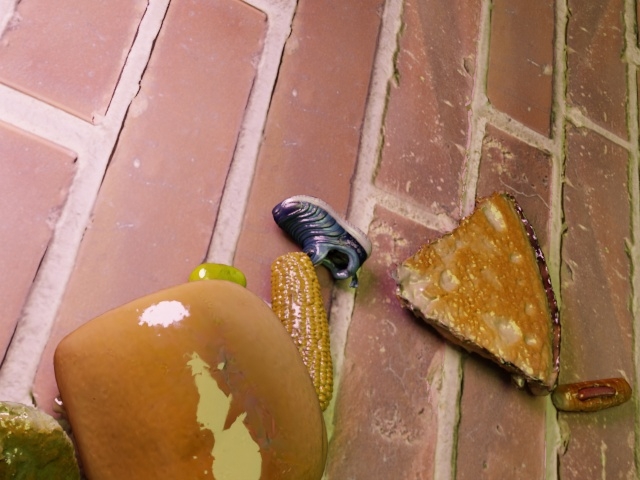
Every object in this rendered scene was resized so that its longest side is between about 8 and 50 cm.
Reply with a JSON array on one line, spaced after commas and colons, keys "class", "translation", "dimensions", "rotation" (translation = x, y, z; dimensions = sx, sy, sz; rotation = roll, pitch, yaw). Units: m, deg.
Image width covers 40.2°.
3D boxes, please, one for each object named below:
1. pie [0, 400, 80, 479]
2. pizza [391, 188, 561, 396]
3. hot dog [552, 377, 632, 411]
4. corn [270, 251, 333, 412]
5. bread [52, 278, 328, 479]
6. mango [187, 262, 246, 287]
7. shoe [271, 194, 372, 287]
[{"class": "pie", "translation": [-0.412, 0.331, 1.086], "dimensions": [0.277, 0.078, 0.277], "rotation": [-26, 125, -44]}, {"class": "pizza", "translation": [0.361, 0.126, 1.754], "dimensions": [0.435, 0.080, 0.392], "rotation": [-35, 87, -37]}, {"class": "hot dog", "translation": [0.568, 0.319, 1.803], "dimensions": [0.215, 0.047, 0.066], "rotation": [1, 69, -31]}, {"class": "corn", "translation": [-0.031, 0.167, 1.474], "dimensions": [0.101, 0.101, 0.311], "rotation": [12, 60, -27]}, {"class": "bread", "translation": [-0.164, 0.250, 1.255], "dimensions": [0.347, 0.253, 0.376], "rotation": [-11, 74, -39]}, {"class": "mango", "translation": [-0.171, 0.073, 1.462], "dimensions": [0.108, 0.056, 0.074], "rotation": [-8, 77, -37]}, {"class": "shoe", "translation": [0.000, 0.000, 1.581], "dimensions": [0.207, 0.091, 0.106], "rotation": [36, 47, -16]}]
